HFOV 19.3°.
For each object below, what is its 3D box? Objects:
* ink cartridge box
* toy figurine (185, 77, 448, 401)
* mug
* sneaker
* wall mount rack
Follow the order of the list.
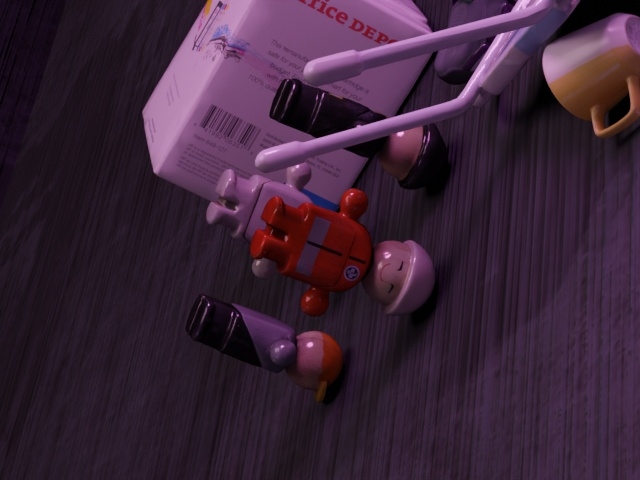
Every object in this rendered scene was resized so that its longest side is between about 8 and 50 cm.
[{"bbox_3d":[-0.032,-0.150,1.732,0.233,0.171,0.168,-58,20,16],"label":"ink cartridge box"},{"bbox_3d":[0.000,0.000,1.514,0.209,0.148,0.213,126,157,-44],"label":"toy figurine"},{"bbox_3d":[0.199,-0.116,1.278,0.064,0.078,0.062,-32,-2,42],"label":"mug"},{"bbox_3d":[0.132,-0.240,1.528,0.224,0.098,0.083,-60,19,9],"label":"sneaker"},{"bbox_3d":[0.100,-0.166,1.324,0.304,0.130,0.350,-57,0,-18],"label":"wall mount rack"}]
